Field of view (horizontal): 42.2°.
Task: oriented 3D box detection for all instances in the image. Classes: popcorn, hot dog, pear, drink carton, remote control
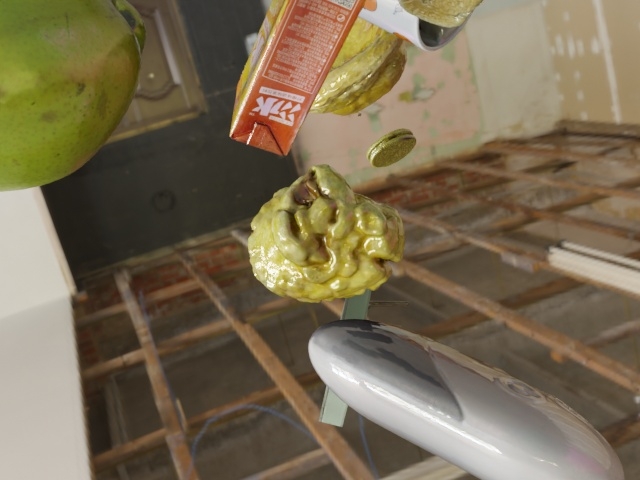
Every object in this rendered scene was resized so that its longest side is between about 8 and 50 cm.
[{"bbox_3d":[0.000,0.000,1.185,0.225,0.200,0.203,27,-178,19],"label":"popcorn"},{"bbox_3d":[0.149,-0.290,0.818,0.084,0.073,0.242,18,168,-10],"label":"hot dog"},{"bbox_3d":[-0.239,-0.139,0.678,0.219,0.188,0.187,-25,-163,-27],"label":"pear"},{"bbox_3d":[-0.023,-0.200,0.834,0.070,0.223,0.096,17,-137,-16],"label":"drink carton"},{"bbox_3d":[0.137,0.165,0.822,0.331,0.104,0.221,23,177,23],"label":"remote control"}]

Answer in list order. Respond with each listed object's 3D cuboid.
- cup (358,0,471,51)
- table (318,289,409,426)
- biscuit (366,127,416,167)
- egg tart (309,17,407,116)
[{"bbox_3d":[0.090,-0.467,1.352,0.317,0.212,0.212,31,-142,24],"label":"cup"},{"bbox_3d":[0.078,0.183,1.386,0.111,0.122,0.240,13,-135,2],"label":"table"},{"bbox_3d":[0.114,-0.147,1.334,0.084,0.023,0.084,-24,159,-10],"label":"biscuit"},{"bbox_3d":[0.070,-0.345,1.623,0.319,0.128,0.319,-33,-150,22],"label":"egg tart"}]
